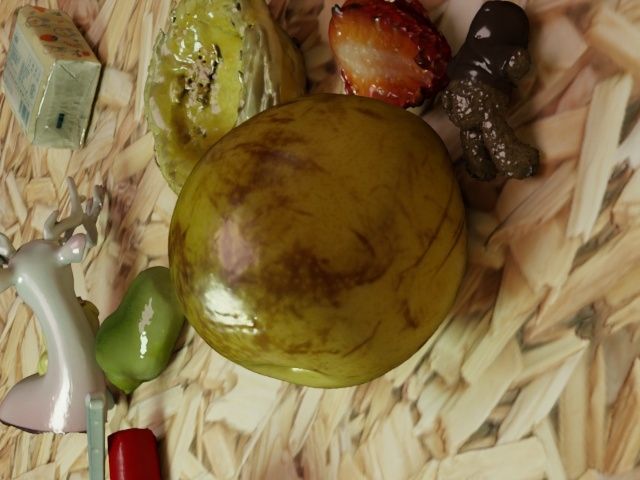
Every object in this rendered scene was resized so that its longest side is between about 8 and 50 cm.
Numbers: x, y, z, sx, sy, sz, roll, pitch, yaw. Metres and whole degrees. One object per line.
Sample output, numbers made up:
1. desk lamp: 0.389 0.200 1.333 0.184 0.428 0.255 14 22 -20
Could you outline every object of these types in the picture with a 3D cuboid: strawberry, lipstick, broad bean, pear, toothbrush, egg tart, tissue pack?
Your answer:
1. strawberry: 0.079 -0.177 1.623 0.188 0.082 0.121 26 133 56
2. lipstick: -0.219 0.372 2.078 0.073 0.073 0.280 -43 48 51
3. broad bean: -0.227 0.115 2.118 0.174 0.082 0.124 -56 39 44
4. pear: 0.000 0.000 1.533 0.280 0.280 0.281 -16 72 60
5. toothbrush: -0.284 0.328 2.155 0.030 0.025 0.342 -114 23 -51
6. egg tart: -0.097 -0.161 1.890 0.288 0.118 0.288 -23 64 58
7. tissue pack: -0.397 -0.240 2.476 0.196 0.092 0.148 52 131 50

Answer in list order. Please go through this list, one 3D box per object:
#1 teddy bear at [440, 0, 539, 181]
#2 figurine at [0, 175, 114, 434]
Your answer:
1. teddy bear: 0.143 -0.133 1.489 0.119 0.077 0.160 177 96 -65
2. figurine: -0.380 0.077 2.267 0.284 0.206 0.316 -134 42 -75
